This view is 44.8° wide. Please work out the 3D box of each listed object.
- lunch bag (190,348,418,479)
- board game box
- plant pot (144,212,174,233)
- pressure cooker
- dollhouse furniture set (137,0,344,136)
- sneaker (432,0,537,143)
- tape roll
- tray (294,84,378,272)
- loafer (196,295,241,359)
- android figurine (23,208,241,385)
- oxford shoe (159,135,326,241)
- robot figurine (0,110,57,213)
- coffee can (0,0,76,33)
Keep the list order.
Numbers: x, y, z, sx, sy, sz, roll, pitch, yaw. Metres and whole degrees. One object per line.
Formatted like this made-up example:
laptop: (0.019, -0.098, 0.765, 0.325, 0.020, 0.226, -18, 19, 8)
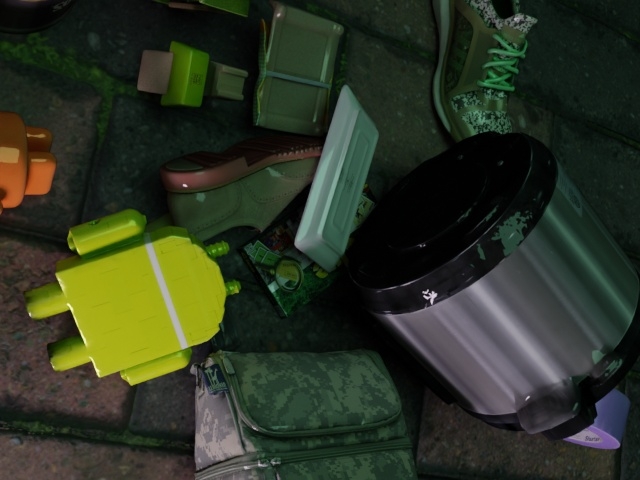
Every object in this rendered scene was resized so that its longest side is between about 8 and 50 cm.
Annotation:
lunch bag: (-0.031, 0.283, 1.118, 0.305, 0.212, 0.255, 2, 65, -29)
board game box: (0.000, 0.000, 1.272, 0.260, 0.030, 0.136, -37, 103, -28)
plant pot: (-0.231, 0.002, 1.120, 0.083, 0.083, 0.079, 53, 49, -12)
pressure cooker: (0.296, 0.088, 1.212, 0.420, 0.376, 0.369, 46, 70, -22)
dollhouse furniture set: (-0.125, -0.286, 1.226, 0.302, 0.151, 0.197, 3, 102, -46)
sneaker: (0.309, -0.343, 1.407, 0.158, 0.182, 0.409, -3, 84, -30)
tape roll: (0.444, 0.299, 1.381, 0.189, 0.189, 0.080, 31, 70, -22)
tray: (0.036, -0.093, 1.219, 0.145, 0.030, 0.270, 39, 64, -59)
loafer: (-0.161, 0.091, 1.155, 0.061, 0.062, 0.169, -12, 97, -41)
android figurine: (-0.244, 0.078, 1.048, 0.273, 0.056, 0.248, -21, 114, -10)
oxford shoe: (-0.092, -0.084, 1.189, 0.348, 0.123, 0.130, -18, 114, -40)
robot figurine: (-0.453, -0.105, 0.980, 0.220, 0.128, 0.157, -1, 94, -30)
coffee can: (-0.377, -0.406, 0.980, 0.202, 0.275, 0.201, 4, 81, -28)
